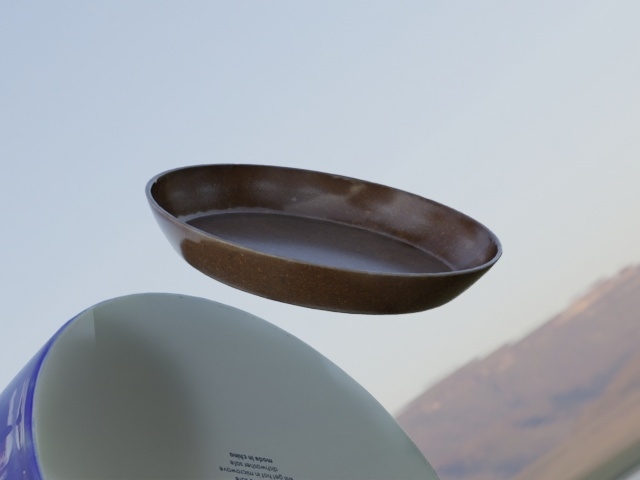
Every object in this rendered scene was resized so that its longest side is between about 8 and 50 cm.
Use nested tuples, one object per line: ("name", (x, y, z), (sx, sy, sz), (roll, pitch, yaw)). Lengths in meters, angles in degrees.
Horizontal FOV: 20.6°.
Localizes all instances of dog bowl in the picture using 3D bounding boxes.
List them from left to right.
("dog bowl", (-0.051, 0.156, 0.845), (0.104, 0.265, 0.265), (-49, -18, 30))

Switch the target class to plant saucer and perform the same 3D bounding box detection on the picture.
("plant saucer", (0.000, 0.000, 0.821), (0.168, 0.168, 0.029), (-16, -60, -56))
